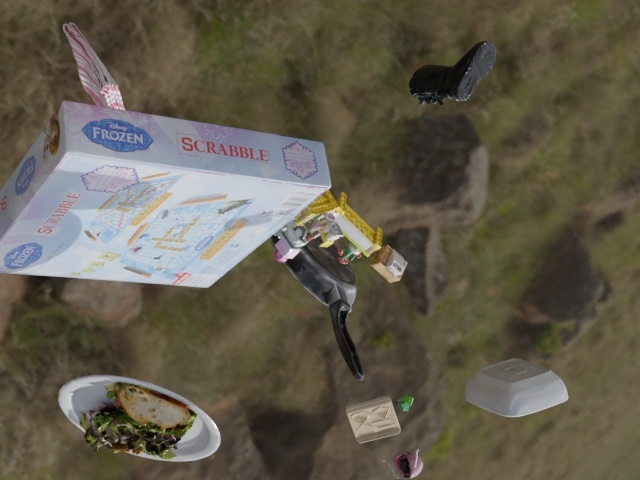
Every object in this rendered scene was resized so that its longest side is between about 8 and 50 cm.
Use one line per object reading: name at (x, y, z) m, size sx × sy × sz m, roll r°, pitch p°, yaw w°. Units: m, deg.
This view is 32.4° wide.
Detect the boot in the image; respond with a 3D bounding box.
boot at (0.195, -0.252, 1.644) m, size 0.121 × 0.099 × 0.045 m, roll -56°, pitch 129°, yaw -21°

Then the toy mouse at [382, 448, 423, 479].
toy mouse at (0.137, 0.377, 1.709) m, size 0.031 × 0.143 × 0.161 m, roll -6°, pitch 111°, yaw -20°

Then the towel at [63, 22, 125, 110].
towel at (-0.366, -0.252, 1.800) m, size 0.029 × 0.144 × 0.197 m, roll -31°, pitch 161°, yaw -14°

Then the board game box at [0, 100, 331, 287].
board game box at (-0.205, -0.039, 1.298) m, size 0.318 × 0.066 × 0.318 m, roll 6°, pitch 153°, yaw -33°

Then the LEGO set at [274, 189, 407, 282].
LEGO set at (0.000, 0.000, 1.622) m, size 0.107 × 0.132 × 0.287 m, roll -36°, pitch 149°, yaw 25°

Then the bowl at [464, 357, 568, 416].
bowl at (0.325, 0.241, 1.839) m, size 0.142 × 0.142 × 0.053 m, roll -12°, pitch 106°, yaw -29°

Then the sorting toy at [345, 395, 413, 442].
sorting toy at (0.077, 0.215, 1.352) m, size 0.083 × 0.012 × 0.062 m, roll -15°, pitch 124°, yaw 5°

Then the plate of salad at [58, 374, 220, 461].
plate of salad at (-0.217, 0.221, 1.302) m, size 0.200 × 0.200 × 0.048 m, roll 108°, pitch -3°, yaw -54°

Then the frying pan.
frying pan at (-0.004, 0.063, 1.725) m, size 0.053 × 0.197 × 0.326 m, roll -43°, pitch -158°, yaw 16°
